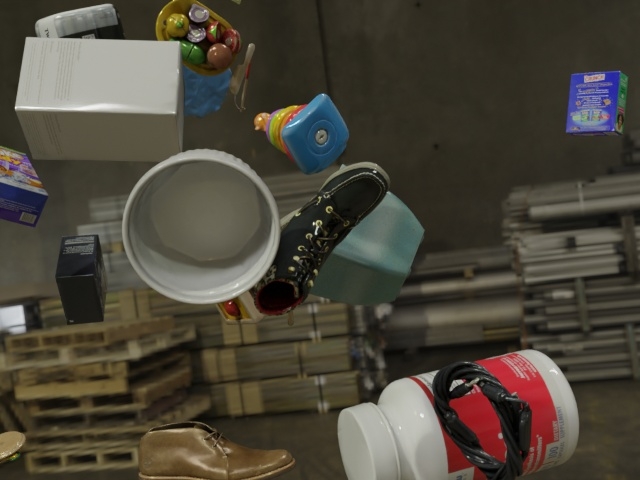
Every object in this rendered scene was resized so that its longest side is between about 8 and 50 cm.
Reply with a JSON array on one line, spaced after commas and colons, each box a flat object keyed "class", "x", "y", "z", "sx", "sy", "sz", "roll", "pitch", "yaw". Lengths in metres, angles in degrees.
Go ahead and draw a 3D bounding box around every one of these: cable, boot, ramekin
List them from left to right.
[{"class": "ramekin", "x": -0.159, "y": -0.027, "z": 1.208, "sx": 0.207, "sy": 0.207, "sz": 0.109, "roll": -7, "pitch": 19, "yaw": -2}, {"class": "boot", "x": -0.201, "y": 0.408, "z": 1.708, "sx": 0.305, "sy": 0.115, "sz": 0.112, "roll": -3, "pitch": -1, "yaw": 2}, {"class": "boot", "x": 0.001, "y": 0.002, "z": 1.295, "sx": 0.236, "sy": 0.085, "sz": 0.178, "roll": -35, "pitch": 24, "yaw": 34}, {"class": "cable", "x": 0.210, "y": 0.248, "z": 1.182, "sx": 0.151, "sy": 0.184, "sz": 0.047, "roll": 23, "pitch": 44, "yaw": 37}]

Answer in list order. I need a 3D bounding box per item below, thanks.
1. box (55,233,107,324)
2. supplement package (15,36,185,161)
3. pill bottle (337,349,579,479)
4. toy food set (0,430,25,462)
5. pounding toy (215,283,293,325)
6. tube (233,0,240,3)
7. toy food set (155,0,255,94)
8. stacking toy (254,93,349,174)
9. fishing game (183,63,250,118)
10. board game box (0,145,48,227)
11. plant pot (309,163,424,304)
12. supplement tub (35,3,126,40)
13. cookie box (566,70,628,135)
[{"class": "box", "x": -0.577, "y": 0.094, "z": 2.161, "sx": 0.093, "sy": 0.156, "sz": 0.158, "roll": -4, "pitch": 39, "yaw": -5}, {"class": "supplement package", "x": -0.416, "y": -0.269, "z": 1.727, "sx": 0.293, "sy": 0.177, "sz": 0.175, "roll": 1, "pitch": -28, "yaw": -5}, {"class": "pill bottle", "x": 0.251, "y": 0.352, "z": 1.659, "sx": 0.408, "sy": 0.229, "sz": 0.229, "roll": -10, "pitch": 3, "yaw": -18}, {"class": "toy food set", "x": -0.570, "y": 0.372, "z": 1.597, "sx": 0.083, "sy": 0.020, "sz": 0.082, "roll": -11, "pitch": 22, "yaw": 6}, {"class": "pounding toy", "x": -0.132, "y": 0.118, "z": 1.782, "sx": 0.094, "sy": 0.181, "sz": 0.206, "roll": -38, "pitch": 15, "yaw": -31}, {"class": "tube", "x": -0.204, "y": -0.705, "z": 2.209, "sx": 0.062, "sy": 0.070, "sz": 0.240, "roll": -12, "pitch": -34, "yaw": -38}, {"class": "toy food set", "x": -0.225, "y": -0.404, "z": 1.806, "sx": 0.218, "sy": 0.128, "sz": 0.071, "roll": 30, "pitch": -7, "yaw": -22}, {"class": "stacking toy", "x": -0.085, "y": -0.293, "z": 2.353, "sx": 0.175, "sy": 0.165, "sz": 0.302, "roll": -46, "pitch": 36, "yaw": -18}, {"class": "fishing game", "x": -0.309, "y": -0.391, "z": 2.198, "sx": 0.264, "sy": 0.189, "sz": 0.041, "roll": 3, "pitch": 30, "yaw": -16}, {"class": "board game box", "x": -0.750, "y": -0.151, "z": 1.792, "sx": 0.347, "sy": 0.078, "sz": 0.233, "roll": 17, "pitch": 16, "yaw": -37}, {"class": "plant pot", "x": 0.105, "y": 0.015, "z": 2.167, "sx": 0.252, "sy": 0.247, "sz": 0.248, "roll": 22, "pitch": -32, "yaw": 3}, {"class": "supplement tub", "x": -0.524, "y": -0.372, "z": 2.061, "sx": 0.194, "sy": 0.316, "sz": 0.193, "roll": -12, "pitch": 13, "yaw": 3}, {"class": "cookie box", "x": 0.488, "y": -0.240, "z": 1.572, "sx": 0.092, "sy": 0.107, "sz": 0.040, "roll": 4, "pitch": -4, "yaw": 39}]
